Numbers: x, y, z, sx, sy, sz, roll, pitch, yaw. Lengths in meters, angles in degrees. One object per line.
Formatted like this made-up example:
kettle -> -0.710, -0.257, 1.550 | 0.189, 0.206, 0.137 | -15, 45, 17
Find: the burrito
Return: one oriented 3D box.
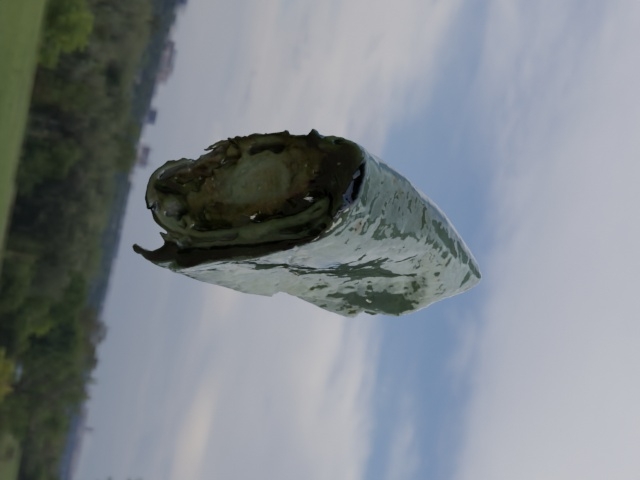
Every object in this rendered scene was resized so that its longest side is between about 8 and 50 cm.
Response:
burrito -> 0.003, -0.001, 0.383 | 0.118, 0.074, 0.044 | 21, 58, -59
